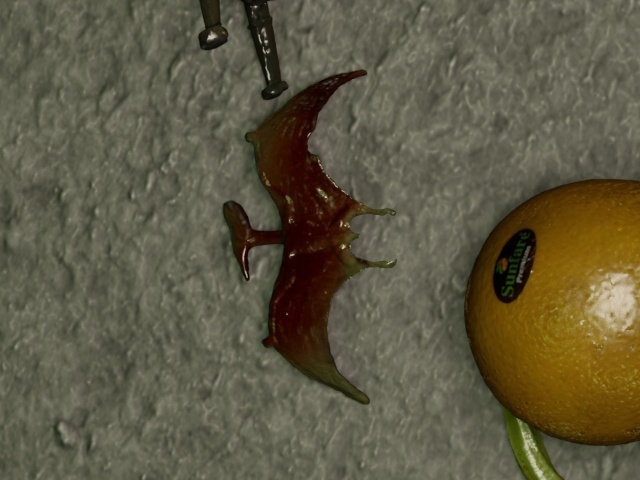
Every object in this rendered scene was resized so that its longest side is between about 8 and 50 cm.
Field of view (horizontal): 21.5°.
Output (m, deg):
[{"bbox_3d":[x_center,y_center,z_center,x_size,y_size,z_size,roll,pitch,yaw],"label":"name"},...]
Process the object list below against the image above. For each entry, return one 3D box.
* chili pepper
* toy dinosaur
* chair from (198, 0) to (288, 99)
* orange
[{"bbox_3d":[0.235,0.235,1.782,0.049,0.043,0.208,-37,87,18],"label":"chili pepper"},{"bbox_3d":[0.008,0.005,1.781,0.206,0.113,0.327,-31,77,31],"label":"toy dinosaur"},{"bbox_3d":[0.005,-0.414,1.644,0.364,0.362,0.410,-24,84,6],"label":"chair"},{"bbox_3d":[0.278,0.069,1.659,0.274,0.274,0.274,0,92,6],"label":"orange"}]
